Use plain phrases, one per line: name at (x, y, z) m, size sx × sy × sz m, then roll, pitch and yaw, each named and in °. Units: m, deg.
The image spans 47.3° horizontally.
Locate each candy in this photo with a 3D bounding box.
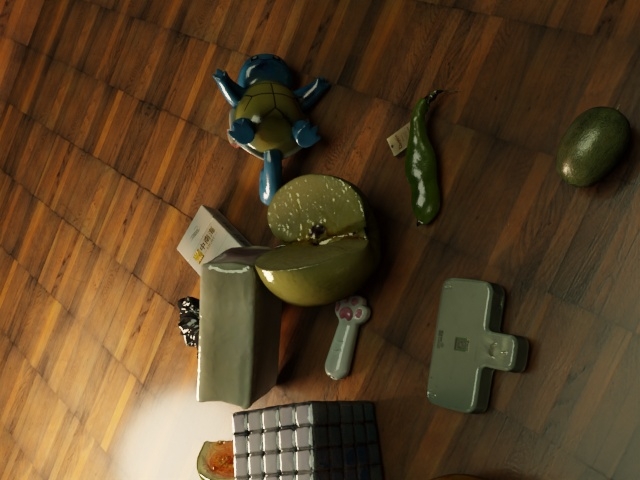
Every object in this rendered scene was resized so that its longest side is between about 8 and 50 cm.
candy at (-0.188, 0.200, 1.721) m, size 0.145 × 0.208 × 0.359 m, roll 4°, pitch 97°, yaw 15°

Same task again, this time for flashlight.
flashlight at (0.055, 0.221, 1.679) m, size 0.093 × 0.047 × 0.201 m, roll 15°, pitch 88°, yaw 41°

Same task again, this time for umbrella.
umbrella at (-0.318, 0.249, 1.953) m, size 0.110 × 0.122 × 0.272 m, roll -28°, pitch 45°, yaw -18°

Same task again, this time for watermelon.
watermelon at (-0.206, 0.566, 1.758) m, size 0.303 × 0.128 × 0.159 m, roll -8°, pitch 74°, yaw 38°

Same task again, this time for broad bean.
broad bean at (0.234, -0.187, 1.613) m, size 0.098 × 0.056 × 0.318 m, roll 8°, pitch 85°, yaw 16°

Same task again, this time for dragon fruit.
dragon fruit at (-0.219, -0.288, 2.035) m, size 0.083 × 0.056 × 0.060 m, roll 5°, pitch 105°, yaw 48°

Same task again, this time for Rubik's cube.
Rubik's cube at (-0.027, 0.473, 1.560) m, size 0.238 × 0.237 × 0.237 m, roll -18°, pitch 69°, yaw 36°

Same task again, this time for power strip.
power strip at (0.315, 0.212, 1.452) m, size 0.193 × 0.059 × 0.265 m, roll 5°, pitch 83°, yaw 45°

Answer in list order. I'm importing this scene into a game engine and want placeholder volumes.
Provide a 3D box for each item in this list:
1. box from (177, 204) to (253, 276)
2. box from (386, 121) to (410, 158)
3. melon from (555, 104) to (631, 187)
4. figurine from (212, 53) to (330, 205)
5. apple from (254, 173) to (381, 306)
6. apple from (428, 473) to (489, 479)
box at (-0.281, 0.030, 1.997) m, size 0.243 × 0.067 × 0.155 m, roll 41°, pitch 104°, yaw 38°
box at (0.198, -0.234, 1.687) m, size 0.083 × 0.024 × 0.053 m, roll -35°, pitch 59°, yaw 30°
melon at (0.507, -0.177, 1.354) m, size 0.114 × 0.114 × 0.167 m, roll 40°, pitch 105°, yaw 39°
figurine at (-0.118, -0.309, 1.868) m, size 0.297 × 0.243 × 0.417 m, roll -4°, pitch 76°, yaw -5°
apple at (0.007, 0.015, 1.649) m, size 0.257 × 0.233 × 0.295 m, roll -9°, pitch 55°, yaw 22°
apple at (0.241, 0.565, 1.291) m, size 0.299 × 0.275 × 0.299 m, roll -11°, pitch 74°, yaw 44°
